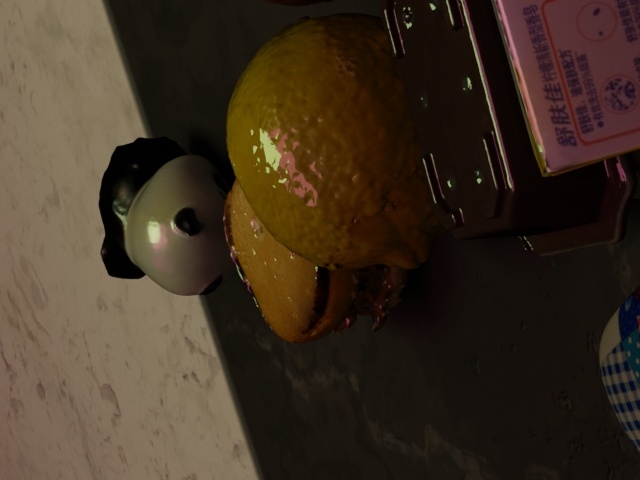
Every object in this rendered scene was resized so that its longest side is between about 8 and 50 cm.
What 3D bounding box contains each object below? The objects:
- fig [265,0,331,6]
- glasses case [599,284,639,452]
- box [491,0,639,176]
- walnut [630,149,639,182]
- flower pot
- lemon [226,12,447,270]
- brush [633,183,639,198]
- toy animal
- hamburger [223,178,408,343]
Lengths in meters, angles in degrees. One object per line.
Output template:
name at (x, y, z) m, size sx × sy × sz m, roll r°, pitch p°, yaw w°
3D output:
fig at (-0.040, -0.308, 1.339) m, size 0.224 × 0.224 × 0.263 m, roll 23°, pitch 122°, yaw 56°
glasses case at (0.274, 0.048, 1.091) m, size 0.125 × 0.076 × 0.327 m, roll 65°, pitch 151°, yaw 19°
box at (0.175, -0.183, 1.030) m, size 0.097 × 0.168 × 0.265 m, roll -11°, pitch -96°, yaw -82°
walnut at (0.196, -0.114, 1.155) m, size 0.170 × 0.069 × 0.143 m, roll 52°, pitch 147°, yaw 32°
flower pot at (0.112, -0.105, 1.158) m, size 0.179 × 0.084 × 0.250 m, roll 165°, pitch 90°, yaw -69°
lemon at (0.024, -0.080, 1.357) m, size 0.231 × 0.192 × 0.192 m, roll 65°, pitch 151°, yaw 17°
brush at (0.215, -0.039, 1.221) m, size 0.084 × 0.013 × 0.016 m, roll 14°, pitch 124°, yaw 67°
toy animal at (-0.145, -0.013, 1.785) m, size 0.179 × 0.138 × 0.166 m, roll 24°, pitch 145°, yaw 46°
hamburger at (-0.005, -0.004, 1.534) m, size 0.191 × 0.118 × 0.181 m, roll -8°, pitch 94°, yaw 59°
